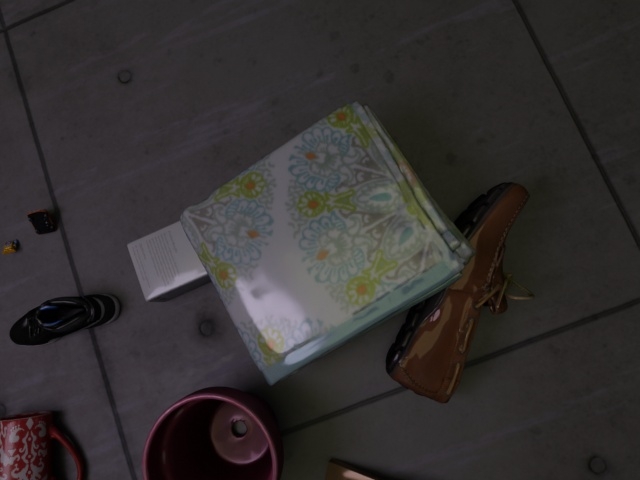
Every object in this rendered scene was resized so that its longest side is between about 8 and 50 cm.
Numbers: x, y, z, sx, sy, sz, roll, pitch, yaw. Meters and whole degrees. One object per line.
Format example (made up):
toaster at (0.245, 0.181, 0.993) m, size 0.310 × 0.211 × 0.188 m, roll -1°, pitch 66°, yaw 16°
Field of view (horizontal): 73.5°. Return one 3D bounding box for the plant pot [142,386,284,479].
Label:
plant pot at (-0.149, 0.330, 0.694) m, size 0.202 × 0.180 × 0.201 m, roll -1°, pitch 83°, yaw 7°

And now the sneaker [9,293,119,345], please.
sneaker at (-0.500, 0.142, 0.784) m, size 0.217 × 0.121 × 0.079 m, roll -17°, pitch 80°, yaw 4°

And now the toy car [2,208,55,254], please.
toy car at (-0.588, -0.026, 0.851) m, size 0.122 × 0.060 × 0.040 m, roll -27°, pitch 49°, yaw -4°

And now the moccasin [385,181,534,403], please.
moccasin at (0.248, 0.084, 0.706) m, size 0.147 × 0.139 × 0.380 m, roll 26°, pitch 84°, yaw 2°

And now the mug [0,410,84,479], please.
mug at (-0.525, 0.403, 0.779) m, size 0.113 × 0.150 × 0.169 m, roll -16°, pitch 74°, yaw 41°

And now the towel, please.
towel at (0.000, 0.000, 0.676) m, size 0.375 × 0.090 × 0.320 m, roll -32°, pitch 76°, yaw 6°

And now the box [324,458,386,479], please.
box at (0.090, 0.475, 0.698) m, size 0.201 × 0.021 × 0.164 m, roll 8°, pitch 82°, yaw 27°

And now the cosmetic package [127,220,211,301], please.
cosmetic package at (-0.220, 0.017, 0.791) m, size 0.231 × 0.085 × 0.117 m, roll -22°, pitch 80°, yaw 1°
